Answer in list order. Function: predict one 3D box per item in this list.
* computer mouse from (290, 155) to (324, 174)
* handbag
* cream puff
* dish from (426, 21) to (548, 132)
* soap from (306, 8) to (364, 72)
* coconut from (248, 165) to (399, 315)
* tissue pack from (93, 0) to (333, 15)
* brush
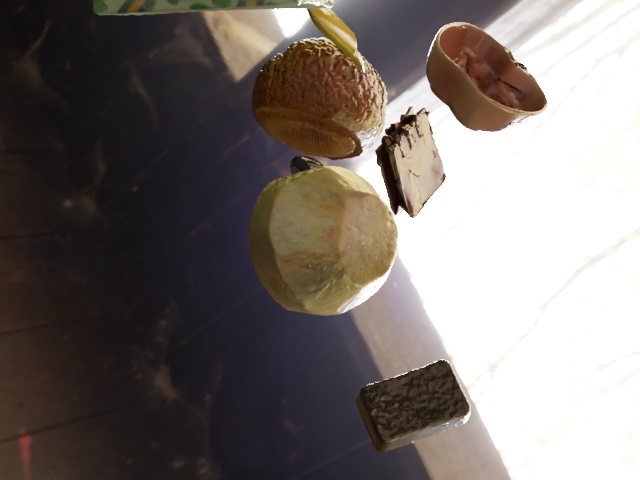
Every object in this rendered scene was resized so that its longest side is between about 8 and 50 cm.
[{"bbox_3d":[-0.005,-0.113,1.859,0.047,0.079,0.135,-47,-52,-14],"label":"computer mouse"},{"bbox_3d":[0.206,-0.183,2.349,0.203,0.074,0.216,-53,-46,-41],"label":"handbag"},{"bbox_3d":[0.007,-0.302,2.092,0.303,0.303,0.212,30,-106,-30],"label":"cream puff"},{"bbox_3d":[0.250,-0.244,1.600,0.213,0.090,0.213,23,-141,-20],"label":"dish"},{"bbox_3d":[0.030,-0.362,1.748,0.168,0.033,0.089,37,-151,-37],"label":"soap"},{"bbox_3d":[0.000,0.000,1.723,0.259,0.259,0.259,29,-137,-31],"label":"coconut"},{"bbox_3d":[-0.145,-0.404,1.265,0.128,0.311,0.227,-23,-66,-62],"label":"tissue pack"},{"bbox_3d":[0.176,0.309,1.895,0.197,0.059,0.123,-18,-119,-12],"label":"brush"}]
